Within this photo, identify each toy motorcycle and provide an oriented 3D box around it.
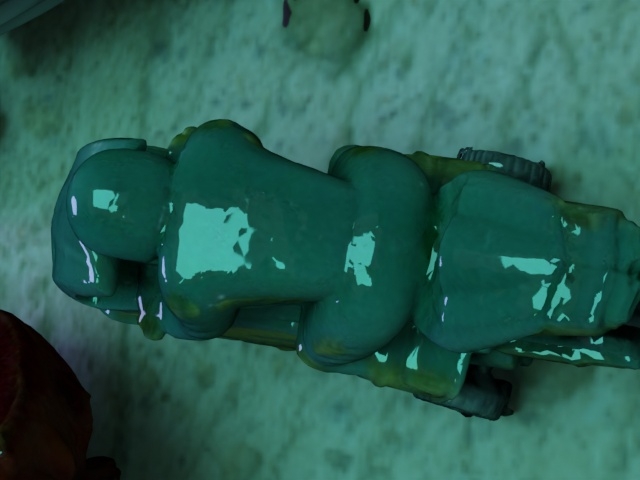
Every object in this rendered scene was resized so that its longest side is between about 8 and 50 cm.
[{"bbox_3d":[0.002,0.000,0.648,0.296,0.198,0.109,6,82,32],"label":"toy motorcycle"}]

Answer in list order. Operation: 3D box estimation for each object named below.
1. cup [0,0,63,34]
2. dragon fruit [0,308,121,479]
[{"bbox_3d":[-0.124,-0.255,0.732,0.371,0.253,0.253,-37,65,26],"label":"cup"},{"bbox_3d":[-0.167,0.137,0.781,0.317,0.152,0.205,11,132,48],"label":"dragon fruit"}]
